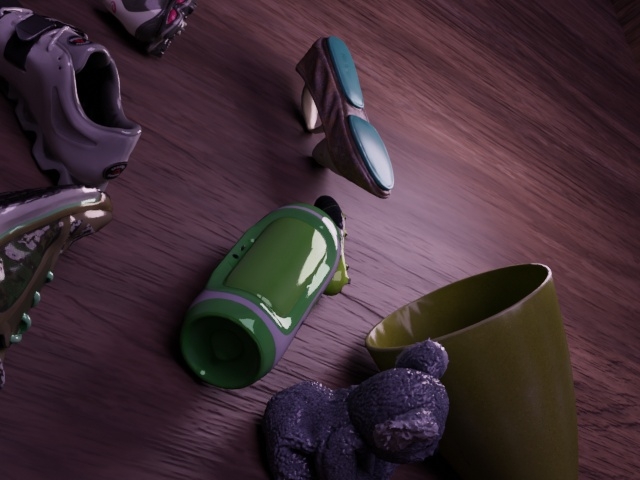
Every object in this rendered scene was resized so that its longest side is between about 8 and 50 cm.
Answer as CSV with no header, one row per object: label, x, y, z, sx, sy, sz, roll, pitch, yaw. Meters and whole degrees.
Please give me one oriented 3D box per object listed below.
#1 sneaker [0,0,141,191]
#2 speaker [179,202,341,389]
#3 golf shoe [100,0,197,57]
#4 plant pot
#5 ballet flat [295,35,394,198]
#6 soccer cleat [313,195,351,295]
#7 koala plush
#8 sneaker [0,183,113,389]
sneaker,-0.322,-0.222,1.385,0.330,0.146,0.122,55,34,6
speaker,-0.069,0.063,1.446,0.131,0.131,0.296,48,33,-8
golf shoe,-0.234,-0.390,1.698,0.120,0.105,0.273,33,36,-16
plant pot,0.243,0.222,1.599,0.275,0.275,0.293,-36,106,-58
ballet flat,0.031,-0.180,1.822,0.108,0.106,0.316,24,42,-47
soccer cleat,0.000,0.000,1.659,0.072,0.060,0.178,16,46,-26
koala plush,0.063,0.224,1.366,0.203,0.221,0.196,45,34,-12
sneaker,-0.345,0.056,1.142,0.410,0.158,0.182,-33,118,-59
